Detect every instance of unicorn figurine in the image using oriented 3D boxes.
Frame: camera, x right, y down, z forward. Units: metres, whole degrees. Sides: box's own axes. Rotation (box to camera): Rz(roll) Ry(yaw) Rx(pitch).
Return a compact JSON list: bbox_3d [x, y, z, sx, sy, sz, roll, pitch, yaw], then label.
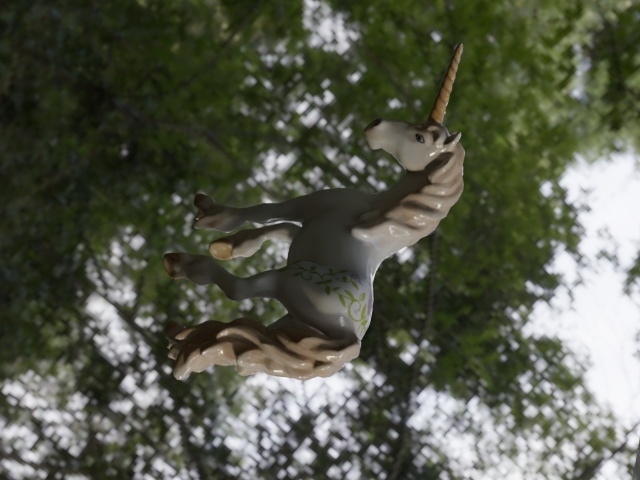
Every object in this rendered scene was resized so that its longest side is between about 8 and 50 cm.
[{"bbox_3d":[0.000,0.000,0.539,0.111,0.060,0.162,-1,-129,13],"label":"unicorn figurine"}]

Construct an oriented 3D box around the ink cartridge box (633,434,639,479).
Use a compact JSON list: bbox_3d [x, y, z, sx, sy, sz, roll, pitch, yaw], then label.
[{"bbox_3d":[0.256,0.114,0.640,0.306,0.131,0.226,-93,-174,-65],"label":"ink cartridge box"}]
